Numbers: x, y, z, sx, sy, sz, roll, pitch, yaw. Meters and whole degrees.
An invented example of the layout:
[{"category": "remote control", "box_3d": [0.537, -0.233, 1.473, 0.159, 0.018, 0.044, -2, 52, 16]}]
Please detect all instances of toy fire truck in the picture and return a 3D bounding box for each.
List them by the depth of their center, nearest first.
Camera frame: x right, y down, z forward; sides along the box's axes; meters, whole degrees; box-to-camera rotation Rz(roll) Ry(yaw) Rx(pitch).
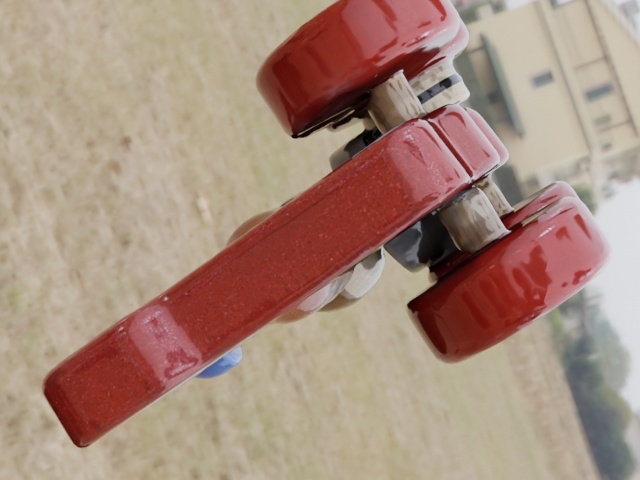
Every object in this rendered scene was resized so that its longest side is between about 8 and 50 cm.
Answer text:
[{"category": "toy fire truck", "box_3d": [0.000, 0.000, 0.678, 0.169, 0.254, 0.302, 57, 10, 0]}]
